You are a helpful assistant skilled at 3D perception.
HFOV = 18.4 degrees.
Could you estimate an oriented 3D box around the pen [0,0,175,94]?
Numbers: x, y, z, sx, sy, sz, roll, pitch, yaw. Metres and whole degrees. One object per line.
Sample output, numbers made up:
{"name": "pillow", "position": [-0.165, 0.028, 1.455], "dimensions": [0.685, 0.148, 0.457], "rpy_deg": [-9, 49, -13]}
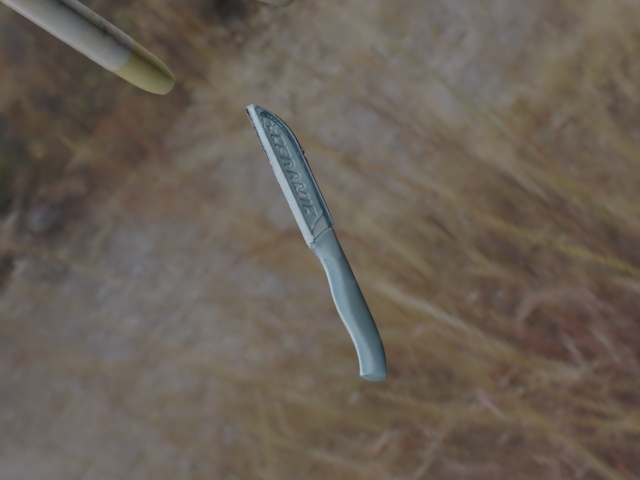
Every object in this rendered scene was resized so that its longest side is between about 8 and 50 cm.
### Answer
{"name": "pen", "position": [-0.186, -0.164, 1.388], "dimensions": [0.032, 0.233, 0.040], "rpy_deg": [-27, 51, 29]}

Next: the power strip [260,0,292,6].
{"name": "power strip", "position": [-0.134, -0.298, 1.894], "dimensions": [0.251, 0.257, 0.092], "rpy_deg": [167, 121, -83]}

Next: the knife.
{"name": "knife", "position": [0.001, 0.000, 1.362], "dimensions": [0.028, 0.210, 0.015], "rpy_deg": [-22, -2, -31]}
